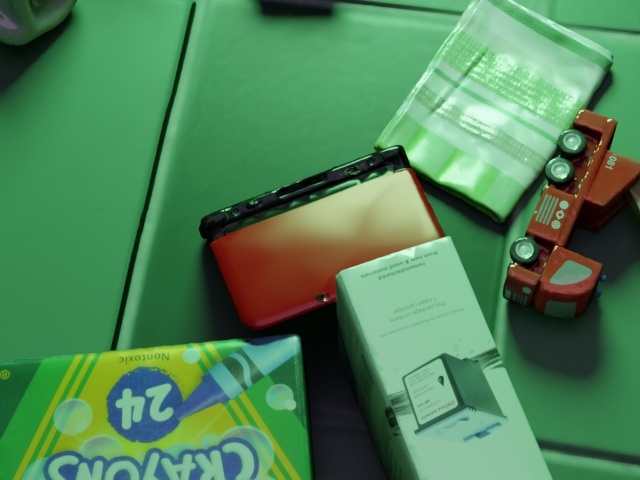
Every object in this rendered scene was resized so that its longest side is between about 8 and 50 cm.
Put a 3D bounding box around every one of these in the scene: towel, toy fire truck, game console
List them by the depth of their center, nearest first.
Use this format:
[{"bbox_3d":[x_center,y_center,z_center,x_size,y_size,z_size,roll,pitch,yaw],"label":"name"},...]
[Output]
[{"bbox_3d":[0.000,0.000,1.281,0.144,0.124,0.085,-20,89,-6],"label":"game console"},{"bbox_3d":[0.216,-0.023,1.302,0.135,0.047,0.192,22,70,11],"label":"toy fire truck"},{"bbox_3d":[0.122,-0.098,1.354,0.113,0.023,0.152,30,71,16],"label":"towel"}]

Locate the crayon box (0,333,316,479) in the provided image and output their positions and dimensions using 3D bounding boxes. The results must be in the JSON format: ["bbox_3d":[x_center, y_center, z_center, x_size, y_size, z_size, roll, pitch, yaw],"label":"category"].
[{"bbox_3d":[-0.098,0.227,1.191,0.203,0.083,0.323,-6,66,1],"label":"crayon box"}]

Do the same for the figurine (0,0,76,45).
[{"bbox_3d":[-0.236,-0.273,1.427,0.209,0.092,0.215,31,72,24],"label":"figurine"}]

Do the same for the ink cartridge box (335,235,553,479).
[{"bbox_3d":[0.076,0.116,1.198,0.082,0.140,0.191,-20,67,-8],"label":"ink cartridge box"}]
